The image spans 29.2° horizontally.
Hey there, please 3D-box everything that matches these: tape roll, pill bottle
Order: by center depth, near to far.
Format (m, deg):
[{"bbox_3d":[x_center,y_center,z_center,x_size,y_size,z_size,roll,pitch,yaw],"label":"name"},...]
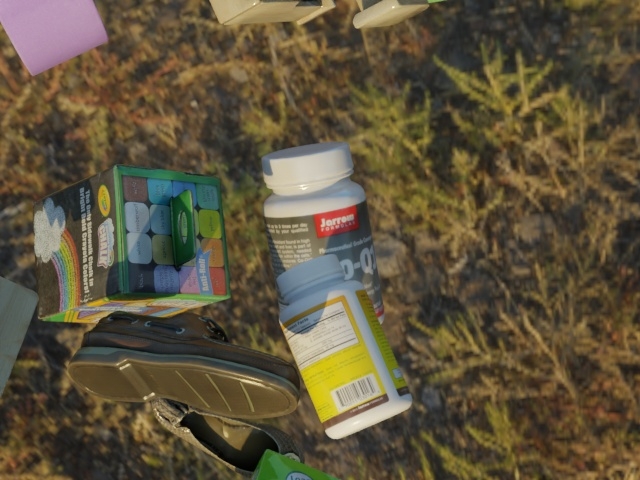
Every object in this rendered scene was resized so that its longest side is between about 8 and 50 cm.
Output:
[{"bbox_3d":[-0.311,-0.306,1.222,0.090,0.275,0.275,-26,55,-6],"label":"tape roll"},{"bbox_3d":[0.023,0.130,1.536,0.117,0.117,0.215,-23,80,-2],"label":"pill bottle"},{"bbox_3d":[0.000,0.000,1.878,0.161,0.161,0.283,-8,100,8],"label":"pill bottle"}]

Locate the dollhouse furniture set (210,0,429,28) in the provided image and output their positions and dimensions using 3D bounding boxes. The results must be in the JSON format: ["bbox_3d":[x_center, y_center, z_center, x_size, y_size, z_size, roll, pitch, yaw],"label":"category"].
[{"bbox_3d":[0.026,-0.287,1.065,0.242,0.161,0.212,-24,90,27],"label":"dollhouse furniture set"}]

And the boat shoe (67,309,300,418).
[{"bbox_3d":[-0.156,0.134,1.462,0.307,0.111,0.104,6,50,23],"label":"boat shoe"}]

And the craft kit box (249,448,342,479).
[{"bbox_3d":[0.030,0.332,1.127,0.250,0.061,0.246,23,29,-3],"label":"craft kit box"}]

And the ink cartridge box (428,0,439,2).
[{"bbox_3d":[0.029,-0.399,1.301,0.121,0.289,0.211,10,84,51],"label":"ink cartridge box"}]

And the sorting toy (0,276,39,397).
[{"bbox_3d":[-0.501,0.130,1.461,0.255,0.089,0.257,25,42,-14],"label":"sorting toy"}]

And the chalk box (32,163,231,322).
[{"bbox_3d":[-0.243,0.006,1.686,0.289,0.179,0.180,-16,75,45],"label":"chalk box"}]

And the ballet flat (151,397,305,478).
[{"bbox_3d":[-0.122,0.270,1.673,0.084,0.250,0.058,-55,24,2],"label":"ballet flat"}]
